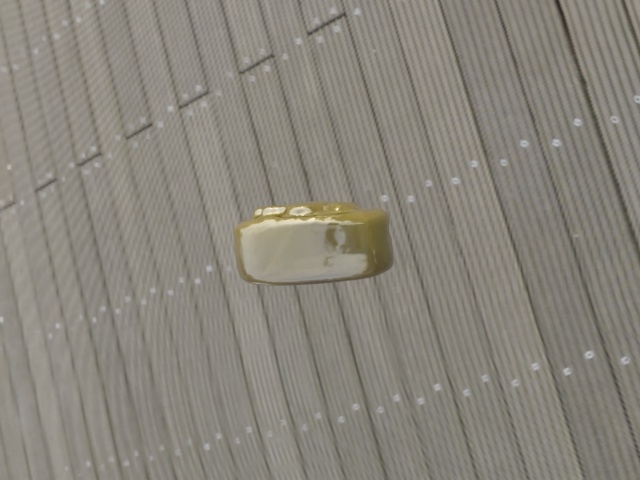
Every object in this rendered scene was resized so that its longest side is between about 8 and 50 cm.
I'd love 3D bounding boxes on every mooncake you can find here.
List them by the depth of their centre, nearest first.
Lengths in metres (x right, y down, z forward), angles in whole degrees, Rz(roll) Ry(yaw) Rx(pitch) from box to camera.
[{"bbox_3d":[0.000,0.000,1.153,0.235,0.235,0.117,-4,91,36],"label":"mooncake"}]
